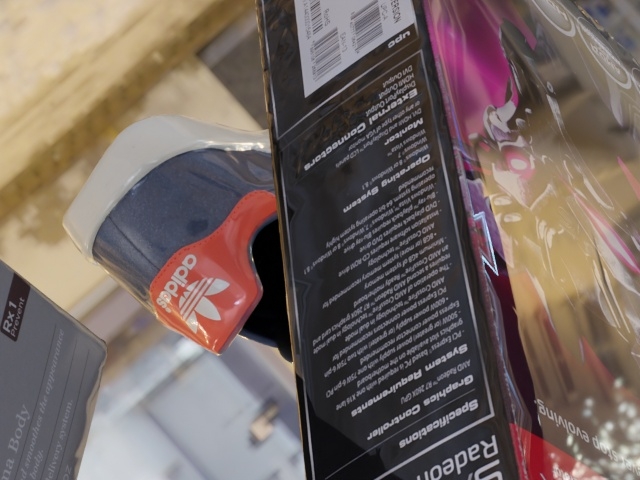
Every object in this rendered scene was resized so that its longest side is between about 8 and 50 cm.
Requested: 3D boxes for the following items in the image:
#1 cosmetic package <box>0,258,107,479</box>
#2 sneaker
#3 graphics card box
[{"bbox_3d":[-0.185,0.044,0.609,0.238,0.107,0.127,49,48,-58],"label":"cosmetic package"},{"bbox_3d":[0.000,0.000,1.070,0.350,0.148,0.131,-15,145,-53],"label":"sneaker"},{"bbox_3d":[0.088,0.025,0.693,0.094,0.233,0.371,-36,-141,26],"label":"graphics card box"}]
